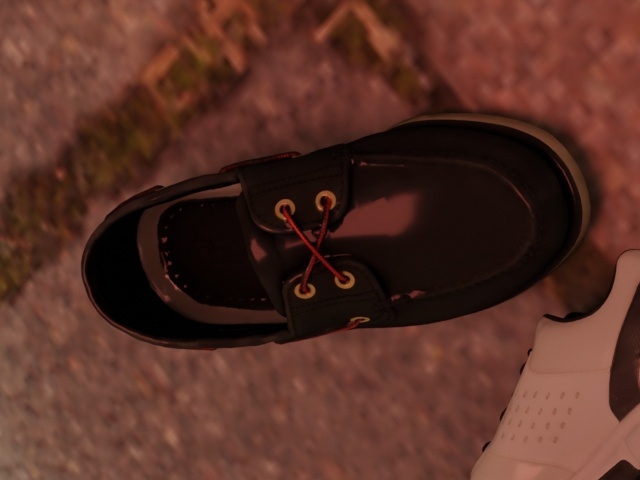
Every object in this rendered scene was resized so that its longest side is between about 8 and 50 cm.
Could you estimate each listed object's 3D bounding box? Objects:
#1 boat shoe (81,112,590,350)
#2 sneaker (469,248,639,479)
[{"bbox_3d":[0.001,0.002,0.443,0.133,0.042,0.049,-8,102,39],"label":"boat shoe"},{"bbox_3d":[0.057,0.041,0.423,0.109,0.040,0.043,-47,62,38],"label":"sneaker"}]
